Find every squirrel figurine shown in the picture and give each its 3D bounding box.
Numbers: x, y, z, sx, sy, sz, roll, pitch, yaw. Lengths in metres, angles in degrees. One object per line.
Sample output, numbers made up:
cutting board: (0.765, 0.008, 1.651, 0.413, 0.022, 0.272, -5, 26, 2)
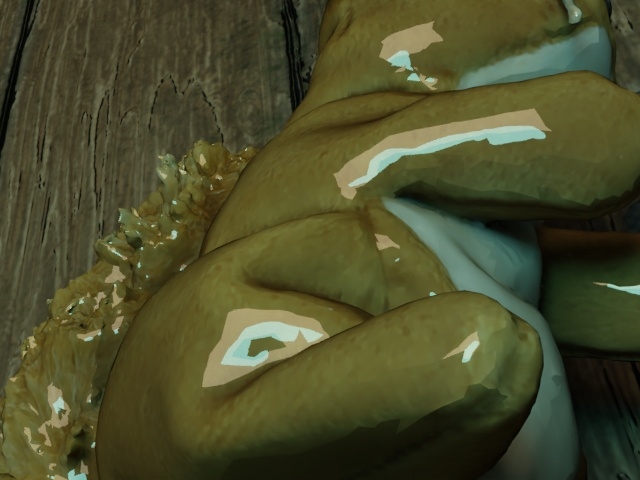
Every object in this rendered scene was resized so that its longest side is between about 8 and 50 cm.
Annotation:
squirrel figurine: (0.000, 0.000, 0.658, 0.397, 0.281, 0.370, -16, 52, 31)
